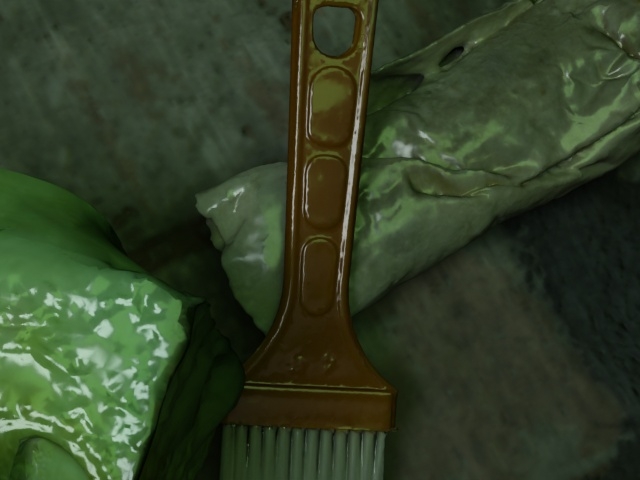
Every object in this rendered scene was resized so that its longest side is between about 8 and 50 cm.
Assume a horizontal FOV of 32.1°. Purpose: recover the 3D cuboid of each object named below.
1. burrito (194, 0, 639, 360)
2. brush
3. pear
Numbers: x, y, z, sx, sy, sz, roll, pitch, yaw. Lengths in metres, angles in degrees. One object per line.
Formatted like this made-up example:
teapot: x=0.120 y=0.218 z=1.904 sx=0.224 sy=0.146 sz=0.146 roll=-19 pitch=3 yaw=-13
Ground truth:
burrito: x=0.111 y=-0.076 z=0.620 sx=0.392 sy=0.076 sz=0.117 roll=-31 pitch=84 yaw=-15
brush: x=0.000 y=0.000 z=0.542 sx=0.090 sy=0.017 sz=0.314 roll=4 pitch=94 yaw=-8
pear: x=-0.196 y=0.106 z=0.455 sx=0.282 sy=0.176 sz=0.286 roll=17 pitch=77 yaw=2
